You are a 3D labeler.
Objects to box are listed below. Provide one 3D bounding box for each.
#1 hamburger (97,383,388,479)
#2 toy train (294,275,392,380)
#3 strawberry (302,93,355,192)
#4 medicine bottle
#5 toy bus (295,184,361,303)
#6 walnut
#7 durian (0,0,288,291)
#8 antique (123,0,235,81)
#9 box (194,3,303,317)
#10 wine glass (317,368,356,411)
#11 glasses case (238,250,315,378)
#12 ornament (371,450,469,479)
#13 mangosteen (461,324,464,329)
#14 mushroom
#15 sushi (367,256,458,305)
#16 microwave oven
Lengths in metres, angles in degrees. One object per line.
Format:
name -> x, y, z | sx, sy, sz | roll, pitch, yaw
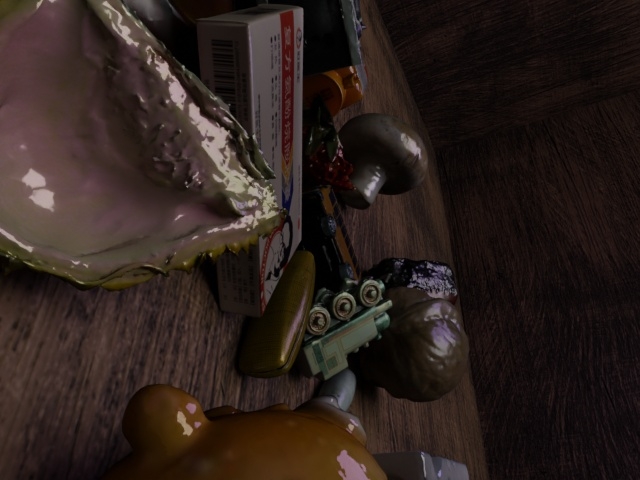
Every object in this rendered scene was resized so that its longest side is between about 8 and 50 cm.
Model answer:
hamburger -> -0.062, 0.238, 0.383 | 0.276, 0.277, 0.236 | 40, 29, -57
toy train -> 0.035, 0.135, 0.813 | 0.194, 0.081, 0.125 | -23, 103, -27
strawberry -> -0.009, -0.164, 0.968 | 0.286, 0.106, 0.188 | 60, 8, -67
medicine bottle -> 0.015, -0.345, 1.097 | 0.222, 0.150, 0.111 | -71, 142, -55
toy bus -> 0.000, 0.000, 0.900 | 0.114, 0.098, 0.200 | -62, 134, -64
walnut -> 0.190, 0.217, 1.057 | 0.248, 0.249, 0.248 | -15, 90, -69
durian -> -0.195, -0.064, 0.395 | 0.305, 0.186, 0.195 | 57, 46, -31
antique -> -0.190, -0.265, 0.553 | 0.278, 0.129, 0.223 | -25, 102, -68
box -> -0.077, -0.105, 0.646 | 0.214, 0.069, 0.352 | -65, 162, -59
wine glass -> 0.014, 0.277, 0.806 | 0.198, 0.066, 0.066 | -43, 117, -68
glasses case -> -0.054, 0.098, 0.724 | 0.234, 0.079, 0.064 | -76, 153, -51
ornament -> 0.048, 0.384, 0.570 | 0.240, 0.240, 0.238 | 45, 35, -53
mangosteen -> 0.286, 0.289, 1.334 | 0.230, 0.194, 0.194 | -55, 131, -35
mushroom -> 0.136, -0.181, 1.235 | 0.243, 0.244, 0.243 | -15, 90, -69
sushi -> 0.233, 0.114, 1.264 | 0.225, 0.136, 0.126 | 12, 62, -17
microwave oven -> -0.028, -0.476, 0.917 | 0.237, 0.182, 0.294 | -92, 168, -60
